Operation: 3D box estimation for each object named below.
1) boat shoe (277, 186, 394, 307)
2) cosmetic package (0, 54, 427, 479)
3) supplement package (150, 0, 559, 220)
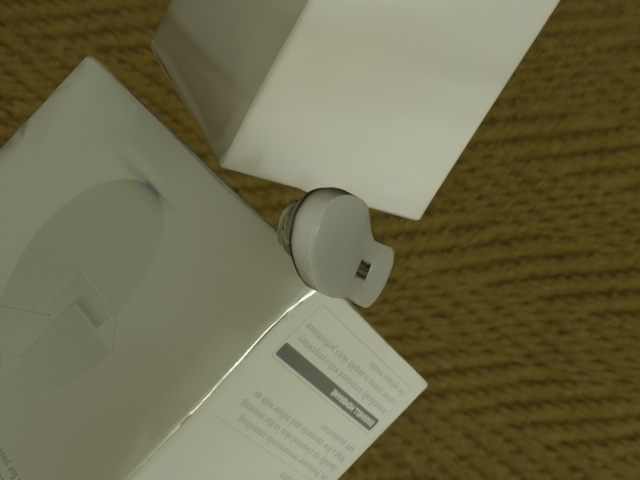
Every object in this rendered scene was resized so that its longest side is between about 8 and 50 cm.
[{"bbox_3d":[0.000,0.000,0.422,0.035,0.100,0.035,25,87,19],"label":"boat shoe"},{"bbox_3d":[-0.110,0.066,0.600,0.225,0.138,0.224,-45,51,-2],"label":"cosmetic package"},{"bbox_3d":[0.040,-0.191,0.780,0.177,0.175,0.293,14,118,-36],"label":"supplement package"}]
